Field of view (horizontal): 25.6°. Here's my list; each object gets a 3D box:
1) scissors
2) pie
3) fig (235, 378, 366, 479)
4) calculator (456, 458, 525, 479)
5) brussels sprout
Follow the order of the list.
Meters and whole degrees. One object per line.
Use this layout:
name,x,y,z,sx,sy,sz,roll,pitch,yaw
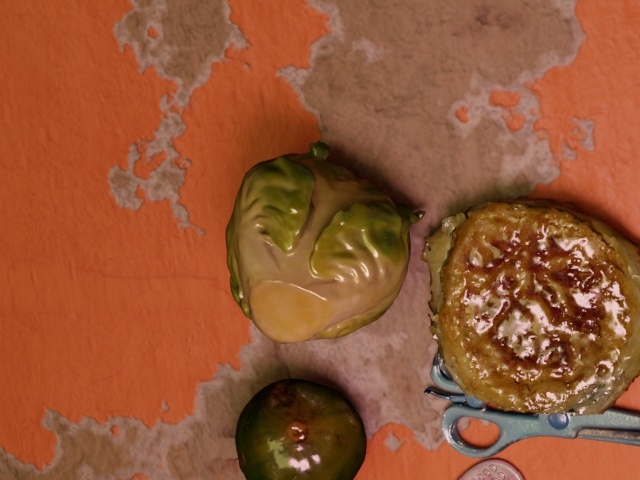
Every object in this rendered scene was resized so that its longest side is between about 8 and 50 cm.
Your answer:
scissors,0.331,0.239,1.976,0.393,0.032,0.180,7,105,26
pie,0.290,0.085,1.912,0.355,0.103,0.288,11,99,24
fig,-0.041,0.311,2.113,0.195,0.195,0.245,52,154,7
calculator,0.236,0.389,2.064,0.103,0.024,0.166,42,114,11
brussels sprout,-0.002,0.000,1.966,0.259,0.294,0.227,22,140,-1
